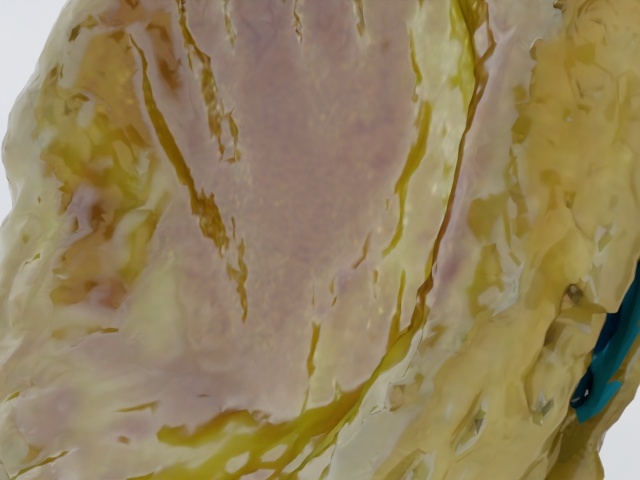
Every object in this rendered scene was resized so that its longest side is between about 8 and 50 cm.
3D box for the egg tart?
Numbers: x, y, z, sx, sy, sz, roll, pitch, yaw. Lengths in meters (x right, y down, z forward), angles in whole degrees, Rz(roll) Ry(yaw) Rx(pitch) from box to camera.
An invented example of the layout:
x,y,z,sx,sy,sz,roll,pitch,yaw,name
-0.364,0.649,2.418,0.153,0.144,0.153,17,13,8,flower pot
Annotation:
x,y,z,sx,sy,sz,roll,pitch,yaw,name
0.000,0.000,0.593,0.169,0.388,0.387,19,-80,-43,egg tart
